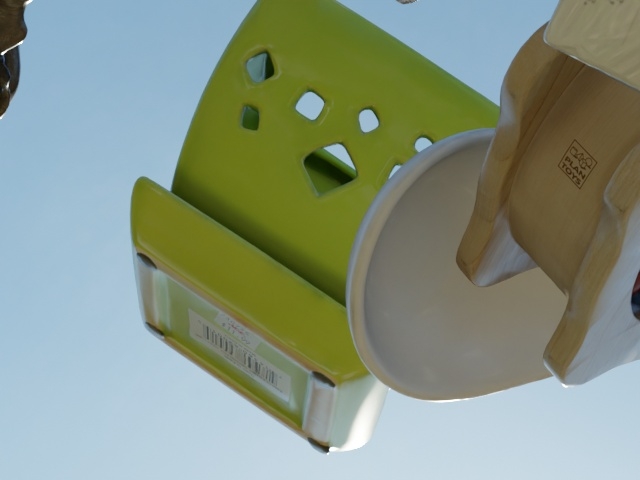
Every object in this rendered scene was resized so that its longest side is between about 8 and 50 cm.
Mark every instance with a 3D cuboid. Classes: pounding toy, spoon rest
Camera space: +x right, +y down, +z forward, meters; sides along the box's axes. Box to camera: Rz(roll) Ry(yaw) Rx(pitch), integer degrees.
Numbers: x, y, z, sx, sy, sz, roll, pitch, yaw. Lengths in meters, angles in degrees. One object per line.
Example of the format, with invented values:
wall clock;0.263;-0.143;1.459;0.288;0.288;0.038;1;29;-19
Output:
pounding toy;0.131;-0.076;0.693;0.155;0.154;0.269;50;-27;26
spoon rest;0.121;0.017;0.838;0.084;0.276;0.137;26;-75;44

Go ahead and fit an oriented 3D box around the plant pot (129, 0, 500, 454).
plant pot;0.000;0.000;1.106;0.228;0.207;0.227;33;-22;10

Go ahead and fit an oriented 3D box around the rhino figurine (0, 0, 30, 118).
rhino figurine;-0.268;-0.138;0.933;0.243;0.073;0.106;23;-65;13

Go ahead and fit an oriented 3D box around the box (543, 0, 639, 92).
box;0.193;-0.095;0.466;0.182;0.119;0.181;33;-72;29
